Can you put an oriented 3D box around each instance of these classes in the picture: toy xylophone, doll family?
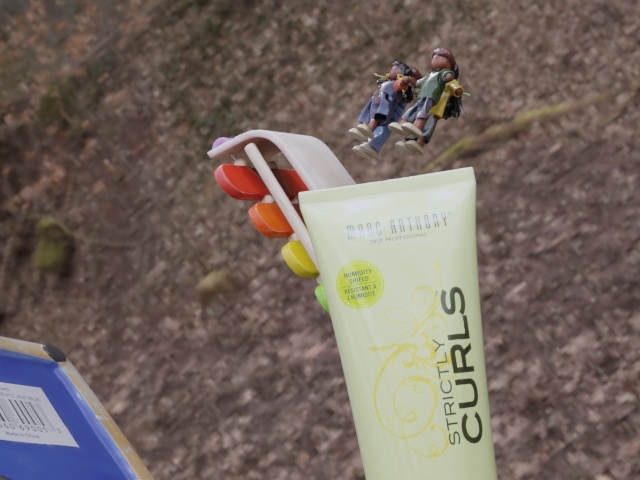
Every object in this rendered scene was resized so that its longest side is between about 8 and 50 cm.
[{"bbox_3d":[0.000,0.000,1.245,0.081,0.323,0.236,-40,-23,20],"label":"toy xylophone"},{"bbox_3d":[0.091,-0.143,1.232,0.193,0.076,0.111,6,66,58],"label":"doll family"}]

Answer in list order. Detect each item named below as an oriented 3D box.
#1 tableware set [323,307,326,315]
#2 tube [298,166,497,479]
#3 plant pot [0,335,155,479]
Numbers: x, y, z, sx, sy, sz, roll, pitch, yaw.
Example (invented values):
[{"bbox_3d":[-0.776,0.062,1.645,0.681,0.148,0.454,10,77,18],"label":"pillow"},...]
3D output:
[{"bbox_3d":[0.033,0.017,1.467,0.024,0.104,0.154,6,24,15],"label":"tableware set"},{"bbox_3d":[0.050,0.086,0.614,0.070,0.240,0.062,-2,-9,-43],"label":"tube"},{"bbox_3d":[-0.241,0.183,0.758,0.212,0.236,0.236,-51,56,12],"label":"plant pot"}]
